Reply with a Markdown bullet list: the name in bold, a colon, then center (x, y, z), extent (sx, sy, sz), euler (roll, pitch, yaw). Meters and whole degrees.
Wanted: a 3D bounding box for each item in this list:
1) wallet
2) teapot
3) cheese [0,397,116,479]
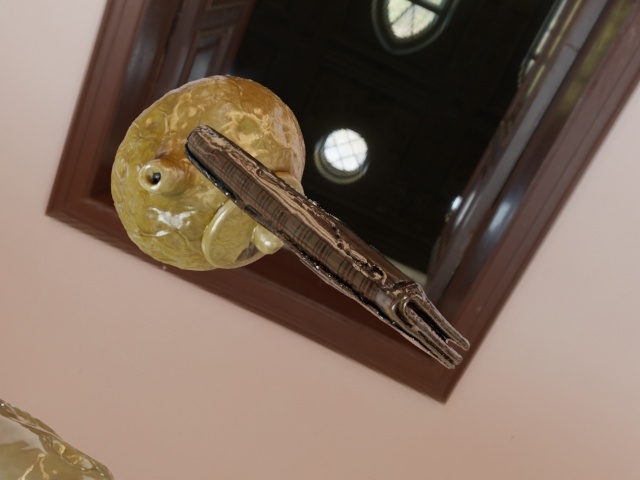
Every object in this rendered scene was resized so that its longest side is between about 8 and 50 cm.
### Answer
- **wallet**: center (0.000, 0.000, 0.516), extent (0.230, 0.042, 0.124), euler (35, 177, 38)
- **teapot**: center (-0.086, -0.045, 0.745), extent (0.167, 0.203, 0.311), euler (47, -167, 24)
- **cheese**: center (-0.321, 0.323, 0.908), extent (0.350, 0.130, 0.328), euler (15, 151, 42)
